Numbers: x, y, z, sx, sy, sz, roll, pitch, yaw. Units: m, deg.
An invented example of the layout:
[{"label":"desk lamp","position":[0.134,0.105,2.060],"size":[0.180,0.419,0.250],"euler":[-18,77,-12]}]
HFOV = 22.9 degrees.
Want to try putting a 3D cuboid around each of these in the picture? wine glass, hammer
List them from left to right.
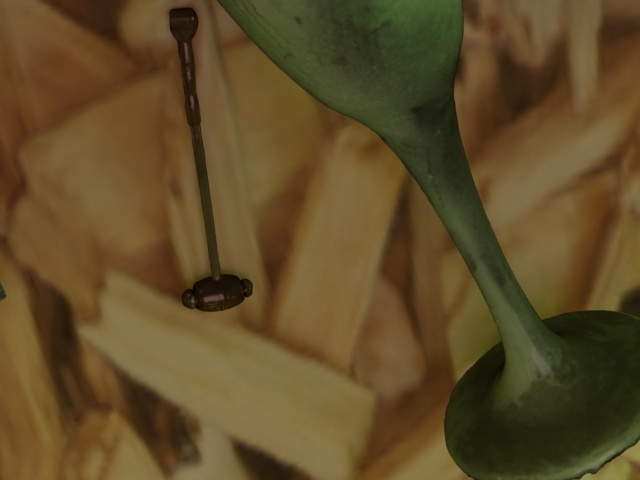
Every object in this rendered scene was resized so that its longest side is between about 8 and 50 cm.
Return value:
[{"label":"hammer","position":[-0.045,-0.028,0.596],"size":[0.029,0.014,0.123],"euler":[-14,116,-17]},{"label":"wine glass","position":[0.000,0.000,0.494],"size":[0.096,0.264,0.309],"euler":[-10,125,32]}]

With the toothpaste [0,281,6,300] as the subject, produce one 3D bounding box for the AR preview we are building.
[{"label":"toothpaste","position":[-0.164,-0.059,0.533],"size":[0.040,0.047,0.196],"euler":[-27,120,-17]}]
